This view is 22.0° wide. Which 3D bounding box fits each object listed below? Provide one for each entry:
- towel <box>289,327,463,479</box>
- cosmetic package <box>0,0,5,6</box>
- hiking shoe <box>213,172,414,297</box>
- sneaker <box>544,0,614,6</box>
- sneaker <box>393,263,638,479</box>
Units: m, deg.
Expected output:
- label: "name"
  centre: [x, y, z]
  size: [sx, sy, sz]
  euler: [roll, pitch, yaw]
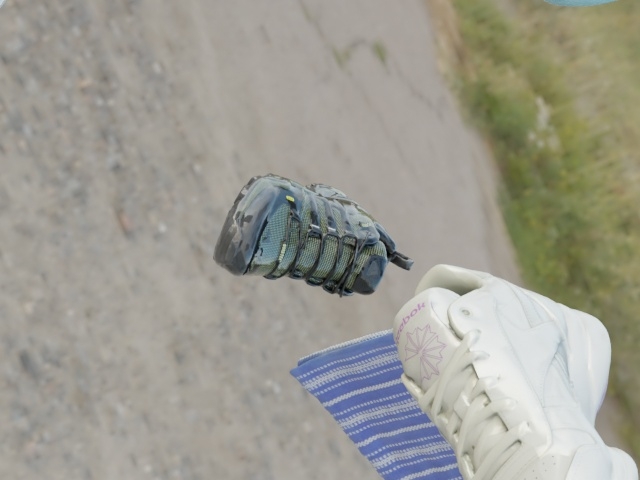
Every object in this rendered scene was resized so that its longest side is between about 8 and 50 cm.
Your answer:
- label: "towel"
  centre: [0.133, 0.259, 2.091]
  size: [0.336, 0.243, 0.040]
  euler: [51, 51, -14]
- label: "cosmetic package"
  centre: [-0.337, -0.317, 1.377]
  size: [0.155, 0.197, 0.365]
  euler: [31, 20, -32]
- label: "hiking shoe"
  centre: [0.000, 0.000, 1.398]
  size: [0.114, 0.086, 0.227]
  euler: [27, 18, 23]
- label: "sneaker"
  centre: [0.275, -0.346, 1.345]
  size: [0.319, 0.127, 0.208]
  euler: [-40, 124, -35]
- label: "sneaker"
  centre: [0.104, 0.115, 1.002]
  size: [0.152, 0.114, 0.305]
  euler: [30, 23, -11]
